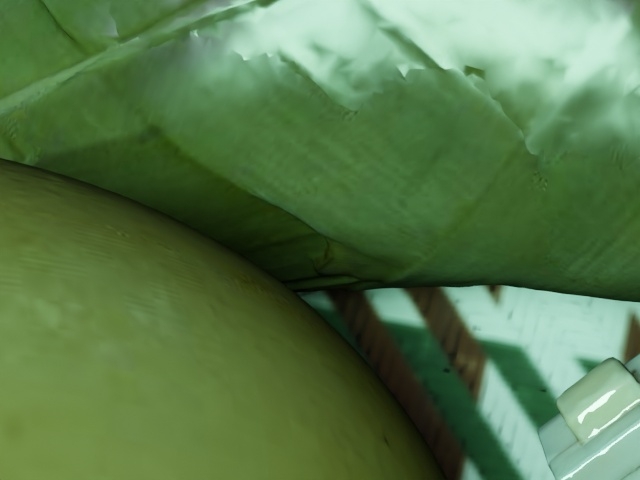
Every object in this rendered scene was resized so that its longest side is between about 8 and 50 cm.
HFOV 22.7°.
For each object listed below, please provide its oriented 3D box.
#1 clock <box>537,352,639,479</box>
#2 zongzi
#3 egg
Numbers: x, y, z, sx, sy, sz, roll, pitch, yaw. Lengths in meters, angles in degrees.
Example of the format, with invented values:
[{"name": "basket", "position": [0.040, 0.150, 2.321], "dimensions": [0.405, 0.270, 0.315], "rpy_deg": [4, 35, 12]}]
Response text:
[{"name": "clock", "position": [0.211, 0.126, 0.435], "dimensions": [0.235, 0.166, 0.309], "rpy_deg": [-39, 99, 8]}, {"name": "zongzi", "position": [0.000, 0.000, 0.606], "dimensions": [0.447, 0.181, 0.418], "rpy_deg": [-38, 74, 9]}, {"name": "egg", "position": [-0.127, 0.120, 0.479], "dimensions": [0.373, 0.301, 0.301], "rpy_deg": [6, 78, -12]}]
